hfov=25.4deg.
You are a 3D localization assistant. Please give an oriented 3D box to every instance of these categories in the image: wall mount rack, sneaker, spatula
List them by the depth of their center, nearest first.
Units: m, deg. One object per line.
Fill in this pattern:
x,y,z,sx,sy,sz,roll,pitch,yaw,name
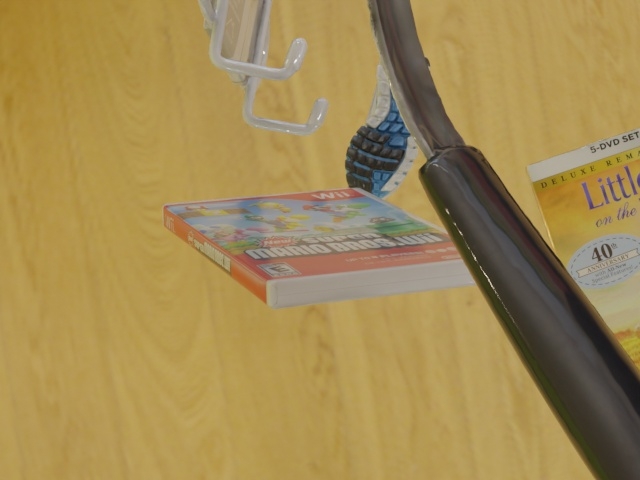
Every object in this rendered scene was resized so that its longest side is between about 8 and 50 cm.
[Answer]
0.030,-0.046,0.382,0.030,0.084,0.296,-36,74,39,spatula
-0.028,-0.284,1.486,0.130,0.350,0.304,9,80,8,wall mount rack
0.073,-0.109,1.509,0.071,0.083,0.191,18,62,5,sneaker

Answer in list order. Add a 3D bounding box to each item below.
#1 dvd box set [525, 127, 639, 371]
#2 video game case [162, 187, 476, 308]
0.447,0.063,1.642,0.307,0.062,0.420,-18,81,7,dvd box set
0.000,0.000,1.236,0.204,0.285,0.025,-6,105,-22,video game case
